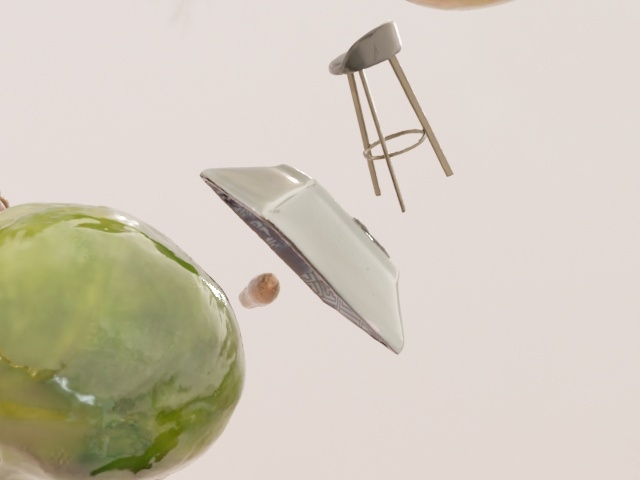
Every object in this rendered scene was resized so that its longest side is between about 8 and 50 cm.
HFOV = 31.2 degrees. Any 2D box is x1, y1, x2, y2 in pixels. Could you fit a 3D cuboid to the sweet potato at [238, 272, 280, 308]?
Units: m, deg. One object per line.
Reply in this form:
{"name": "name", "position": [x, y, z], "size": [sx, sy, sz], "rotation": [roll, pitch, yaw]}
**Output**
{"name": "sweet potato", "position": [-0.104, 0.086, 1.837], "size": [0.050, 0.214, 0.050], "rotation": [3, -102, -15]}

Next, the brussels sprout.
{"name": "brussels sprout", "position": [-0.130, 0.055, 0.581], "size": [0.180, 0.161, 0.144], "rotation": [8, -106, -21]}

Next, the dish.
{"name": "dish", "position": [0.000, 0.000, 1.229], "size": [0.243, 0.080, 0.182], "rotation": [46, 174, -32]}

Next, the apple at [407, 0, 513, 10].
{"name": "apple", "position": [0.143, -0.331, 1.022], "size": [0.261, 0.261, 0.194], "rotation": [22, -168, -22]}

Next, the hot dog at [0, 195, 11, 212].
{"name": "hot dog", "position": [-0.468, -0.061, 1.541], "size": [0.068, 0.083, 0.289], "rotation": [-83, -26, -47]}

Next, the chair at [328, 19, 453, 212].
{"name": "chair", "position": [0.072, -0.151, 1.379], "size": [0.104, 0.095, 0.221], "rotation": [-38, -61, -40]}
